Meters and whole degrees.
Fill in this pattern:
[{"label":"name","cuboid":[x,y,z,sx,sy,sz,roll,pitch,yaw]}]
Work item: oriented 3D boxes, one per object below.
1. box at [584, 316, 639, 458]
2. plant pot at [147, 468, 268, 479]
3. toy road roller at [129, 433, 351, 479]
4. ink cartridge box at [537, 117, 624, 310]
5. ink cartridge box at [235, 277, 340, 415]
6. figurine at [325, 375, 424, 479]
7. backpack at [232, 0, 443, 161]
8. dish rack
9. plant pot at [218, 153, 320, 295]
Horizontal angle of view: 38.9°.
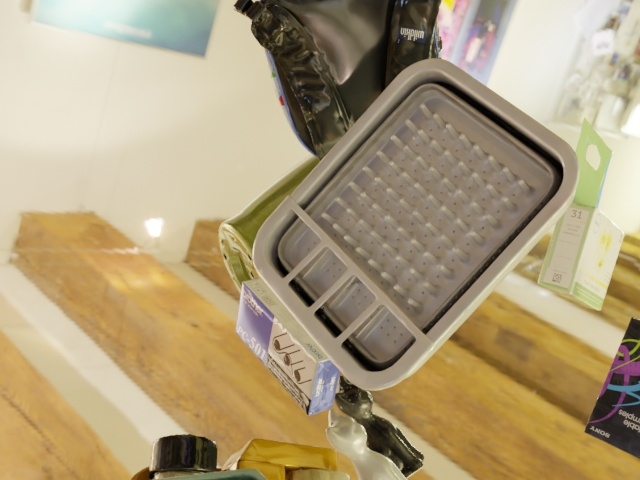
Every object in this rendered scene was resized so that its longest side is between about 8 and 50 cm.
[{"label":"box","cuboid":[0.413,0.191,1.127,0.116,0.162,0.029,23,-178,36]},{"label":"plant pot","cuboid":[-0.151,0.426,0.962,0.248,0.252,0.247,1,-161,-28]},{"label":"toy road roller","cuboid":[-0.134,0.413,1.307,0.330,0.240,0.202,12,-121,-21]},{"label":"ink cartridge box","cuboid":[0.378,-0.031,1.257,0.056,0.235,0.171,17,177,32]},{"label":"ink cartridge box","cuboid":[-0.050,0.148,1.307,0.046,0.097,0.207,-12,-144,-33]},{"label":"figurine","cuboid":[0.081,0.351,1.543,0.209,0.092,0.215,55,-165,-8]},{"label":"backpack","cuboid":[0.045,-0.245,1.247,0.277,0.263,0.213,-9,-163,5]},{"label":"dish rack","cuboid":[0.104,-0.019,1.013,0.285,0.333,0.072,46,-173,40]},{"label":"plant pot","cuboid":[0.000,0.000,1.824,0.353,0.366,0.366,-28,-143,-21]}]
